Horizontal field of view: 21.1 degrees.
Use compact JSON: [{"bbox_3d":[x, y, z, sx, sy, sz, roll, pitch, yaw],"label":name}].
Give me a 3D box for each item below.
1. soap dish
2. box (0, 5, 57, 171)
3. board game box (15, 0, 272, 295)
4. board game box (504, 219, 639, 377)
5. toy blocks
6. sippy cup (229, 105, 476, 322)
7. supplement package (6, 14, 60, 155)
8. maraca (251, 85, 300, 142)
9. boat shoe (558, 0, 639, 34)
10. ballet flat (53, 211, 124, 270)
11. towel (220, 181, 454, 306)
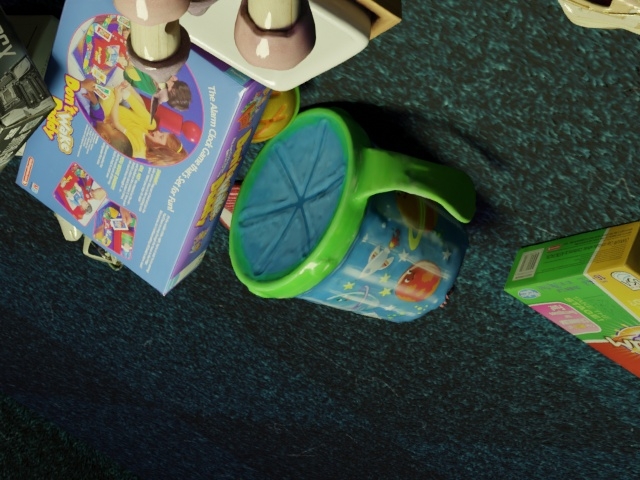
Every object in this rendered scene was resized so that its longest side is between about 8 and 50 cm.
[{"bbox_3d":[-0.083,-0.277,1.658,0.291,0.118,0.229,31,158,-19],"label":"soap dish"},{"bbox_3d":[-0.435,-0.232,1.957,0.307,0.076,0.242,61,149,2],"label":"box"},{"bbox_3d":[-0.200,-0.131,1.924,0.233,0.078,0.347,37,136,10],"label":"board game box"},{"bbox_3d":[0.420,0.096,2.106,0.316,0.064,0.242,32,158,-21],"label":"board game box"},{"bbox_3d":[-0.115,-0.284,1.432,0.309,0.289,0.260,17,153,7],"label":"toy blocks"},{"bbox_3d":[0.046,-0.012,2.053,0.224,0.240,0.305,25,-175,-34],"label":"sippy cup"},{"bbox_3d":[-0.400,-0.195,2.164,0.244,0.139,0.134,7,159,40],"label":"supplement package"},{"bbox_3d":[-0.092,-0.183,1.931,0.127,0.099,0.186,-11,133,11],"label":"maraca"},{"bbox_3d":[0.273,-0.217,1.499,0.170,0.063,0.059,5,158,43],"label":"boat shoe"},{"bbox_3d":[-0.363,-0.014,2.679,0.070,0.070,0.188,-1,148,48],"label":"ballet flat"},{"bbox_3d":[0.000,0.000,2.365,0.329,0.037,0.237,9,154,34],"label":"towel"}]
